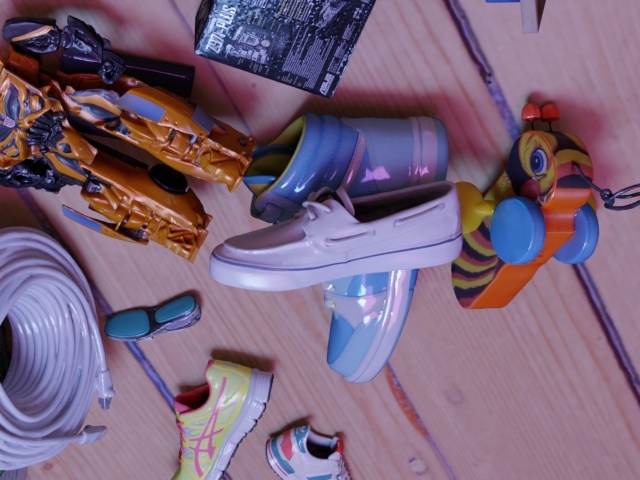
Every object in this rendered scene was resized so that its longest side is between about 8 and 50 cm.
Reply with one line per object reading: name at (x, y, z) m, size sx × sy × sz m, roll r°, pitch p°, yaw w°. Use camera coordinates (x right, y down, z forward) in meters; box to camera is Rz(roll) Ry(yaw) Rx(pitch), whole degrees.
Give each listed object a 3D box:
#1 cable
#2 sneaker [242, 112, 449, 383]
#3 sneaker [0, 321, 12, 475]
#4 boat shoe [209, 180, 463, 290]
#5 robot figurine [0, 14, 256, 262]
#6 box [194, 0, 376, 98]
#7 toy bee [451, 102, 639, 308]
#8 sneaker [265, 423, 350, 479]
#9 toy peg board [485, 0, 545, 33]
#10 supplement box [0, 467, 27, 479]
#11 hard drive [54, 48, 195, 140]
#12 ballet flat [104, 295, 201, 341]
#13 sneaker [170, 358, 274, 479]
cable at (-0.330, 0.113, 1.738) m, size 0.089 × 0.257 × 0.257 m, roll -1°, pitch 98°, yaw 29°
sneaker at (0.000, 0.000, 1.747) m, size 0.208 × 0.127 × 0.319 m, roll 9°, pitch 115°, yaw -11°
sneaker at (-0.398, 0.125, 1.801) m, size 0.134 × 0.146 × 0.343 m, roll -12°, pitch 124°, yaw 6°
boat shoe at (0.014, -0.013, 1.628) m, size 0.258 × 0.095 × 0.084 m, roll -10°, pitch 115°, yaw -15°
robot figurine at (-0.225, -0.101, 1.649) m, size 0.291 × 0.085 × 0.211 m, roll 25°, pitch 122°, yaw -11°
box at (-0.025, -0.247, 1.593) m, size 0.147 × 0.077 × 0.180 m, roll 16°, pitch 123°, yaw -14°
toy bee at (0.236, -0.052, 1.725) m, size 0.298 × 0.162 × 0.195 m, roll -28°, pitch 154°, yaw 31°
sneaker at (0.010, 0.279, 1.983) m, size 0.075 × 0.057 × 0.161 m, roll -34°, pitch 118°, yaw 26°
toy peg board at (0.167, -0.299, 1.526) m, size 0.079 × 0.160 × 0.161 m, roll 1°, pitch 127°, yaw 16°
supplement box at (-0.463, 0.271, 1.923) m, size 0.111 × 0.114 × 0.220 m, roll -38°, pitch 121°, yaw 21°
hard drive at (-0.203, -0.146, 1.691) m, size 0.135 × 0.022 × 0.094 m, roll 10°, pitch 124°, yaw -9°
ballet flat at (-0.186, 0.095, 1.856) m, size 0.114 × 0.041 × 0.041 m, roll -16°, pitch 125°, yaw 10°
sneaker at (-0.138, 0.217, 1.927) m, size 0.094 × 0.081 × 0.208 m, roll 26°, pitch 114°, yaw -11°
